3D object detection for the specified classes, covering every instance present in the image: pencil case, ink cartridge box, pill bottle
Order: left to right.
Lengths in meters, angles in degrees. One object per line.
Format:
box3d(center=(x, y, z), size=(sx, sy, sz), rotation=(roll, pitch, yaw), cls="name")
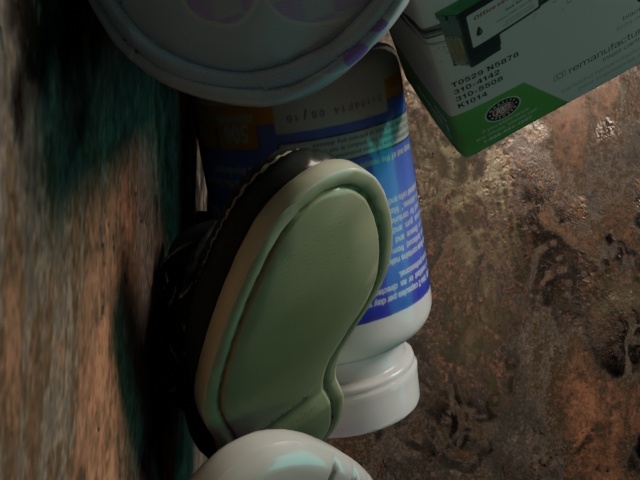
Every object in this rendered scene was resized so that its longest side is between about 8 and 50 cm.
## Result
box3d(center=(-0.029, -0.127, 0.456), size=(0.124, 0.113, 0.273), rotation=(48, 7, -9), cls="pencil case")
box3d(center=(0.000, 0.000, 0.782), size=(0.152, 0.152, 0.272), rotation=(-94, 176, -75), cls="pill bottle")
box3d(center=(0.114, -0.172, 0.629), size=(0.092, 0.160, 0.219), rotation=(62, 3, 32), cls="ink cartridge box")

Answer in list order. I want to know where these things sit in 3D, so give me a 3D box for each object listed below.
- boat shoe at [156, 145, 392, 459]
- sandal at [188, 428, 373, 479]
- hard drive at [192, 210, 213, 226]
box3d(center=(-0.043, 0.041, 0.620), size=(0.113, 0.127, 0.340), rotation=(47, -20, 22), cls="boat shoe")
box3d(center=(-0.025, 0.242, 0.717), size=(0.169, 0.102, 0.416), rotation=(-47, 143, -17), cls="sandal")
box3d(center=(-0.089, 0.055, 0.837), size=(0.135, 0.022, 0.094), rotation=(93, -2, -53), cls="hard drive")
